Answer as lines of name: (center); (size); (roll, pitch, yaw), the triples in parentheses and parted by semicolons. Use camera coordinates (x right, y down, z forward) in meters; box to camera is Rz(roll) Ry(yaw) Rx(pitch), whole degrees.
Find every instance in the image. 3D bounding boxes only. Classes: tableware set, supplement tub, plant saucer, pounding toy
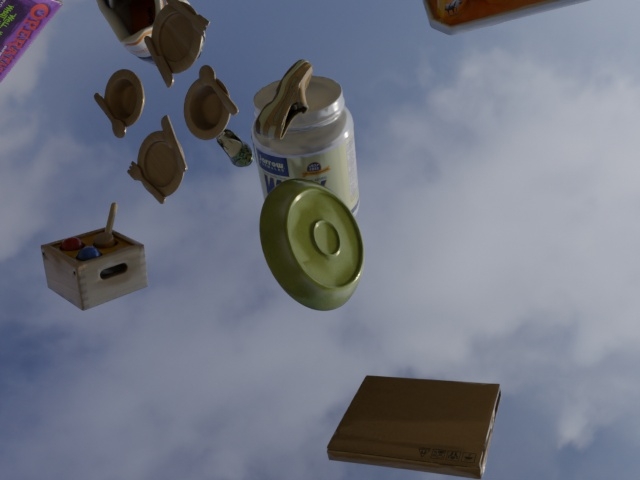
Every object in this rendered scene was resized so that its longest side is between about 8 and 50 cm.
tableware set: (-0.144, -0.128, 0.575); (0.168, 0.020, 0.141); (-41, -107, 28)
supplement tub: (-0.034, -0.194, 1.456); (0.235, 0.325, 0.235); (-5, -142, 4)
plant saucer: (0.000, 0.000, 1.072); (0.037, 0.241, 0.241); (-23, -133, 42)
pounding toy: (-0.337, 0.019, 0.949); (0.130, 0.100, 0.141); (20, -150, 38)

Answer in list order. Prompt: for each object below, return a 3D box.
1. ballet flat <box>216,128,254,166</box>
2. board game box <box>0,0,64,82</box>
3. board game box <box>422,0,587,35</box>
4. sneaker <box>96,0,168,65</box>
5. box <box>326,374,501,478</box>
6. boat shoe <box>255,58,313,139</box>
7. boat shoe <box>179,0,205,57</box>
ballet flat: (-0.233, -0.247, 1.633); (0.070, 0.070, 0.188); (-33, -145, -9)
board game box: (-0.436, -0.148, 0.604); (0.347, 0.208, 0.056); (-42, -106, 16)
board game box: (0.244, -0.398, 0.552); (0.389, 0.050, 0.390); (-13, -110, 5)
sneaker: (-0.324, -0.470, 1.078); (0.126, 0.127, 0.321); (-19, -94, 16)
box: (0.129, 0.241, 0.831); (0.201, 0.021, 0.164); (-3, -157, 27)
boat shoe: (-0.054, -0.278, 1.246); (0.072, 0.068, 0.190); (24, -105, 19)
boat shoe: (-0.351, -0.495, 1.540); (0.116, 0.319, 0.099); (-1, -92, -5)
